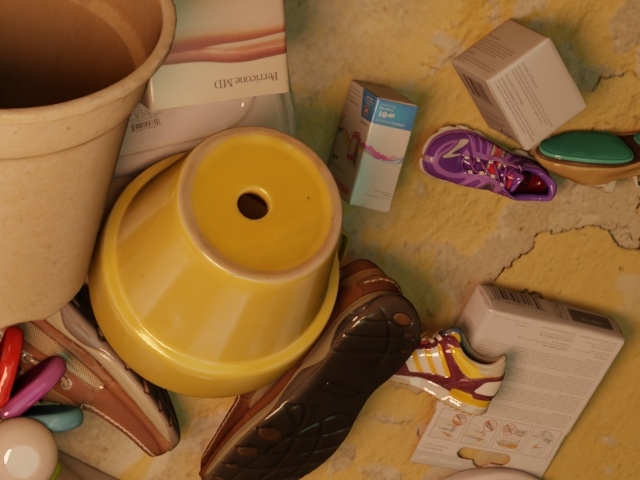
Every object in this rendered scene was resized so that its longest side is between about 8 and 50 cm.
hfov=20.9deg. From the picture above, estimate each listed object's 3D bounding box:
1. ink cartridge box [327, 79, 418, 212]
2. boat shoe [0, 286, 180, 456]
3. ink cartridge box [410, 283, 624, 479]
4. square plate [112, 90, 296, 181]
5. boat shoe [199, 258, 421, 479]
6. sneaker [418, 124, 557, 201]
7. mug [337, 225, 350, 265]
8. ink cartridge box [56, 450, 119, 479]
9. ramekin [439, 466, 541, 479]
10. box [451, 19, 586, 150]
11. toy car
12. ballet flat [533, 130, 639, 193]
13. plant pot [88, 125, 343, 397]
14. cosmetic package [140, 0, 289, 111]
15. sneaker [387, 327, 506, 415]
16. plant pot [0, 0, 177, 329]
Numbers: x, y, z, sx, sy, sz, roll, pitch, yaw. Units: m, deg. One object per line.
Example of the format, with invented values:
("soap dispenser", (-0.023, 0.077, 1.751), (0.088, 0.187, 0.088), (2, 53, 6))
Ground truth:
("ink cartridge box", (0.053, -0.102, 1.879), (0.052, 0.088, 0.122), (9, 104, -22))
("boat shoe", (-0.274, 0.115, 1.831), (0.116, 0.123, 0.324), (-37, 110, 8))
("ink cartridge box", (0.225, 0.173, 2.063), (0.189, 0.066, 0.232), (13, 123, -23))
("square plate", (-0.206, -0.220, 1.774), (0.347, 0.049, 0.344), (-14, 111, -14))
("boat shoe", (-0.017, 0.153, 1.925), (0.122, 0.120, 0.324), (27, 116, -39))
("sneaker", (0.192, -0.082, 1.945), (0.169, 0.071, 0.068), (11, 103, -21))
("mug", (-0.004, -0.001, 1.919), (0.062, 0.078, 0.064), (19, 92, 9))
("ink cartridge box", (-0.317, 0.424, 1.907), (0.207, 0.119, 0.353), (30, 96, -25))
("ramekin", (0.209, 0.418, 2.079), (0.272, 0.127, 0.273), (-7, 112, -17))
("box", (0.217, -0.172, 1.907), (0.087, 0.101, 0.102), (-37, 117, -5))
("toy car", (-0.314, 0.159, 1.725), (0.182, 0.159, 0.136), (42, 81, -13))
("ballet flat", (0.354, -0.088, 1.998), (0.232, 0.080, 0.073), (-8, 125, -15))
("plant pot", (-0.089, 0.005, 1.729), (0.254, 0.239, 0.254), (6, 67, -14))
("cosmetic package", (-0.124, -0.288, 1.681), (0.153, 0.129, 0.296), (-11, 111, -16))
("sneaker", (0.119, 0.125, 1.967), (0.185, 0.069, 0.084), (23, 108, -2))
("plant pot", (-0.311, -0.094, 1.600), (0.333, 0.334, 0.305), (-5, 132, -18))
